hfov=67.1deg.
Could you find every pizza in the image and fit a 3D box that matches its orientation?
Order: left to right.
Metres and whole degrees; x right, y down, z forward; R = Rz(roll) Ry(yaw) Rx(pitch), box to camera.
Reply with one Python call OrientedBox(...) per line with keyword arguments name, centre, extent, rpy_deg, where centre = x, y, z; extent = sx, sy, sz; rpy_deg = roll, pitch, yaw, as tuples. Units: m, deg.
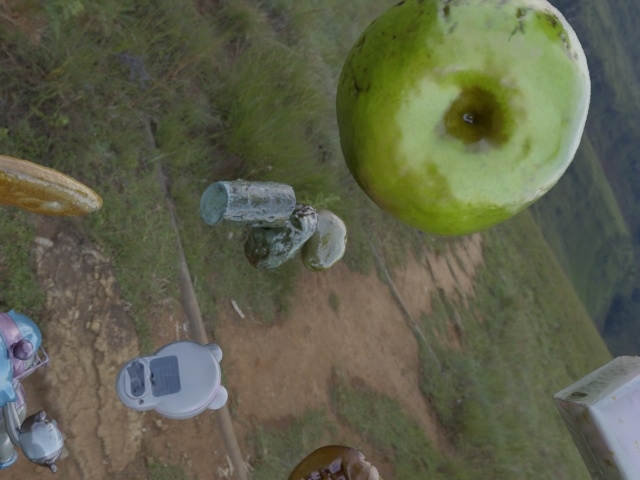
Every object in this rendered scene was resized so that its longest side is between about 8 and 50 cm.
OrientedBox(name="pizza", centre=(-0.693, -0.125, 1.111), extent=(0.365, 0.182, 0.074), rpy_deg=(12, 65, -39))

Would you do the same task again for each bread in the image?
OrientedBox(name="bread", centre=(0.030, 0.552, 0.945), extent=(0.148, 0.269, 0.270), rpy_deg=(66, 19, -49))

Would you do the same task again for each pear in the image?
OrientedBox(name="pear", centre=(0.200, -0.196, 0.750), extent=(0.391, 0.391, 0.391), rpy_deg=(38, 39, -38))

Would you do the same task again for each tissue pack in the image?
OrientedBox(name="tissue pack", centre=(0.572, 0.352, 0.878), extent=(0.225, 0.184, 0.124), rpy_deg=(65, -10, 4))

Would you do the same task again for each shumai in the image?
OrientedBox(name="shumai", centre=(-0.145, -0.058, 1.237), extent=(0.204, 0.271, 0.222), rpy_deg=(54, 53, -25))

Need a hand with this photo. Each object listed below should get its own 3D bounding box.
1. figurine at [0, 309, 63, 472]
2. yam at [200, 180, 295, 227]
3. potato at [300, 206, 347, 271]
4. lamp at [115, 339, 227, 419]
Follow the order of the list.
OrientedBox(name="figurine", centre=(-0.392, 0.204, 0.585), extent=(0.102, 0.260, 0.205), rpy_deg=(-11, 45, -46))
OrientedBox(name="yam", centre=(-0.162, -0.080, 1.078), extent=(0.194, 0.107, 0.107), rpy_deg=(-2, 68, -37))
OrientedBox(name="potato", centre=(0.000, 0.000, 1.384), extent=(0.157, 0.157, 0.194), rpy_deg=(43, 50, -33))
OrientedBox(name="lamp", centre=(-0.349, 0.330, 1.134), extent=(0.245, 0.108, 0.180), rpy_deg=(-2, 56, -23))
